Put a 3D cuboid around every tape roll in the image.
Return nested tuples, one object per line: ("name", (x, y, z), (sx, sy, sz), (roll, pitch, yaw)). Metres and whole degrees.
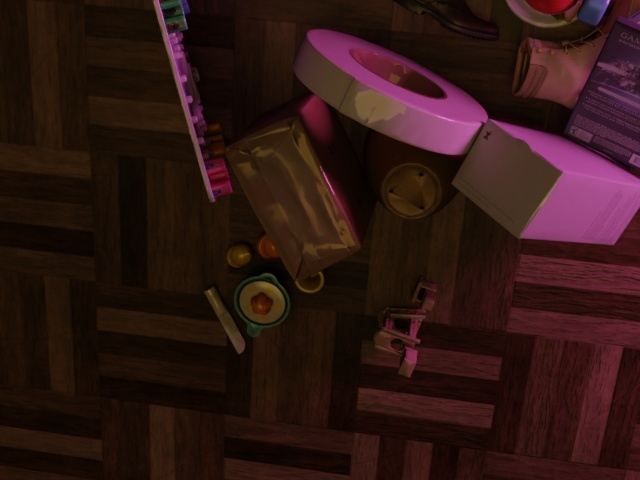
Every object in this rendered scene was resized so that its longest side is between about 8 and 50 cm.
("tape roll", (0.134, -0.289, 1.675), (0.392, 0.392, 0.072), (26, 113, -2))

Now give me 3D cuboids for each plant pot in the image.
("plant pot", (0.193, -0.139, 1.802), (0.237, 0.254, 0.237), (3, 113, 8))

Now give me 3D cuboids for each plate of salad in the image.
("plate of salad", (0.456, -0.517, 1.718), (0.200, 0.048, 0.199), (3, 113, 8))

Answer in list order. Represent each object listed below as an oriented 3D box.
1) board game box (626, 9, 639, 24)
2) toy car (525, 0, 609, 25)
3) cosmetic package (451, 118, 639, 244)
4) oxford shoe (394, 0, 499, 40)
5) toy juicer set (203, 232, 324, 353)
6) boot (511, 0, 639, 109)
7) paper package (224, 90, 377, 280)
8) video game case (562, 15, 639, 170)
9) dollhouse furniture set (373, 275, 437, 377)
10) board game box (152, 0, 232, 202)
("board game box", (0.725, -0.342, 1.667), (0.193, 0.053, 0.305), (-32, 117, 19))
("toy car", (0.446, -0.522, 1.558), (0.219, 0.238, 0.210), (27, 96, 6))
("cosmetic package", (0.454, -0.108, 1.697), (0.197, 0.366, 0.155), (47, 120, 37))
("oxford shoe", (0.265, -0.471, 1.749), (0.227, 0.083, 0.096), (27, 109, -3))
("toy juicer set", (-0.163, 0.117, 2.050), (0.209, 0.089, 0.329), (44, 112, -10))
("boot", (0.504, -0.384, 1.723), (0.204, 0.095, 0.262), (12, 120, -9))
("paper package", (-0.028, -0.126, 1.802), (0.168, 0.325, 0.309), (-22, 106, 16))
("video game case", (0.600, -0.268, 1.665), (0.196, 0.026, 0.274), (29, 137, 14))
("dollhouse furniture set", (0.186, 0.182, 1.970), (0.101, 0.182, 0.161), (20, 114, 1))
("board game box", (-0.250, -0.312, 1.737), (0.050, 0.390, 0.389), (-14, 110, -3))
